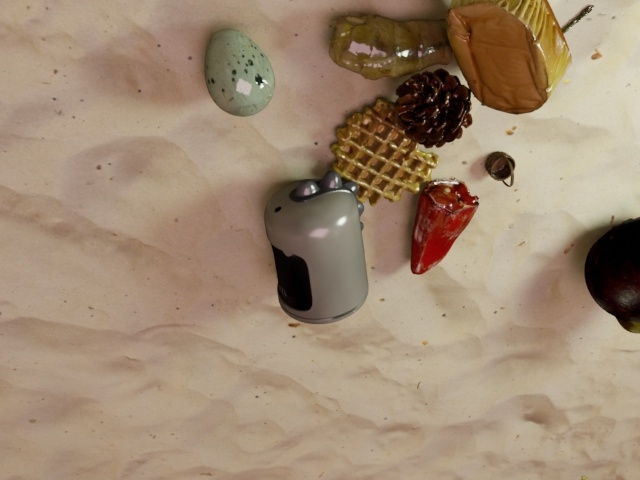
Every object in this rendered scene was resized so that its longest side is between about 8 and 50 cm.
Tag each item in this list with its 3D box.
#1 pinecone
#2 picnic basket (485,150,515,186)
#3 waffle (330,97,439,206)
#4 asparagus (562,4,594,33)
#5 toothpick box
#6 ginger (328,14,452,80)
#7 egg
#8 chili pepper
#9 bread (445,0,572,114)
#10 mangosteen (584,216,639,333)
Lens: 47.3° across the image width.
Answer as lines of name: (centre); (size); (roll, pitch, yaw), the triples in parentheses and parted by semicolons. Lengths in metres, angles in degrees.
pinecone: (0.220, -0.268, 1.459); (0.174, 0.173, 0.173); (-9, 127, -13)
picnic basket: (0.425, -0.164, 1.694); (0.072, 0.083, 0.072); (-10, 128, -13)
waffle: (0.144, -0.192, 1.595); (0.249, 0.056, 0.253); (-9, 126, -13)
asparagus: (0.519, -0.445, 1.566); (0.166, 0.016, 0.013); (-42, 85, 14)
toothpick box: (0.000, 0.000, 1.590); (0.229, 0.229, 0.316); (-14, 126, -9)
ginger: (0.138, -0.377, 1.427); (0.263, 0.116, 0.109); (-7, 156, -21)
egg: (-0.152, -0.311, 1.357); (0.131, 0.131, 0.164); (-21, 121, -4)
chili pepper: (0.278, -0.025, 1.741); (0.136, 0.144, 0.252); (18, 130, 4)
bread: (0.360, -0.390, 1.389); (0.288, 0.204, 0.156); (47, 63, -38)
mangosteen: (0.854, 0.088, 1.884); (0.330, 0.330, 0.330); (-9, 127, -13)
